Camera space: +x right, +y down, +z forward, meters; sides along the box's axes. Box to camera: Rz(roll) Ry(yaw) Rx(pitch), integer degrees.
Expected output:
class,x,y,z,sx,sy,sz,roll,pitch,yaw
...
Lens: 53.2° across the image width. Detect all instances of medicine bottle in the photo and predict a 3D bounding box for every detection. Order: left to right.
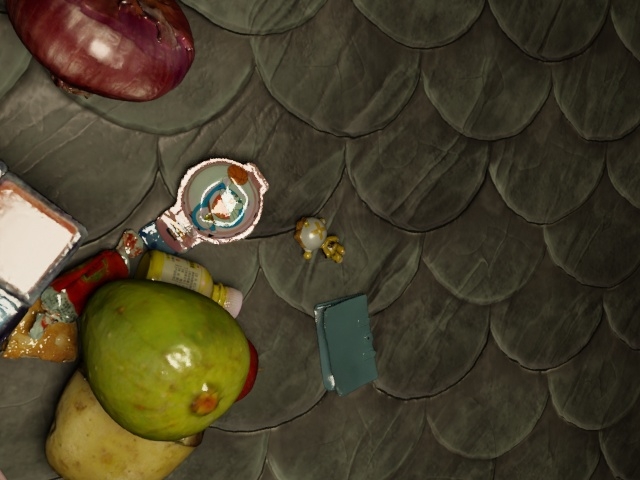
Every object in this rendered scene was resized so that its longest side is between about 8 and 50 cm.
class,x,y,z,sx,sy,sz,roll,pitch,yaw
medicine bottle,-0.268,0.104,1.311,0.212,0.121,0.122,20,85,-26

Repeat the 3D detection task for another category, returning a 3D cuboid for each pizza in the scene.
class,x,y,z,sx,sy,sz,roll,pitch,yaw
pizza,-0.533,0.169,1.205,0.161,0.062,0.182,-45,123,-44

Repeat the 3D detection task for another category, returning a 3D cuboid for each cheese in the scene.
class,x,y,z,sx,sy,sz,roll,pitch,yaw
cheese,-0.240,-0.060,1.340,0.285,0.074,0.189,-34,106,-6

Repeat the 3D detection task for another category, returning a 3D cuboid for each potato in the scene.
class,x,y,z,sx,sy,sz,roll,pitch,yaw
potato,-0.396,0.376,1.228,0.285,0.242,0.243,39,77,-33

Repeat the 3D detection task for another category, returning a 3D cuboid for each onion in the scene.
class,x,y,z,sx,sy,sz,roll,pitch,yaw
onion,-0.402,-0.366,1.137,0.347,0.348,0.285,26,124,-26

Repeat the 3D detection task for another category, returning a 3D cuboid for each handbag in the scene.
class,x,y,z,sx,sy,sz,roll,pitch,yaw
handbag,0.065,0.247,1.531,0.144,0.057,0.221,-15,99,-32

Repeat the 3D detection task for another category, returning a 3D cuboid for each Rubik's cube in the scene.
class,x,y,z,sx,sy,sz,roll,pitch,yaw
Rubik's cube,-0.607,0.001,1.029,0.313,0.316,0.318,42,76,-24

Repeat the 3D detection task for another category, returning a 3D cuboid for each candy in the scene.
class,x,y,z,sx,sy,sz,roll,pitch,yaw
candy,-0.445,0.081,1.221,0.292,0.059,0.086,-45,127,-40

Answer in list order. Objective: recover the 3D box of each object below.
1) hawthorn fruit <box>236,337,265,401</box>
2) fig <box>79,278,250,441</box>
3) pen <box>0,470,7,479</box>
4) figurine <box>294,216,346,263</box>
class,x,y,z,sx,sy,sz,roll,pitch,yaw
hawthorn fruit,-0.219,0.267,1.321,0.251,0.189,0.190,23,83,-40
fig,-0.288,0.191,1.113,0.258,0.326,0.258,-37,142,-36
pen,-0.629,0.456,1.210,0.053,0.032,0.197,-31,109,-20
figurine,-0.001,0.005,1.468,0.101,0.068,0.143,-43,112,-35
